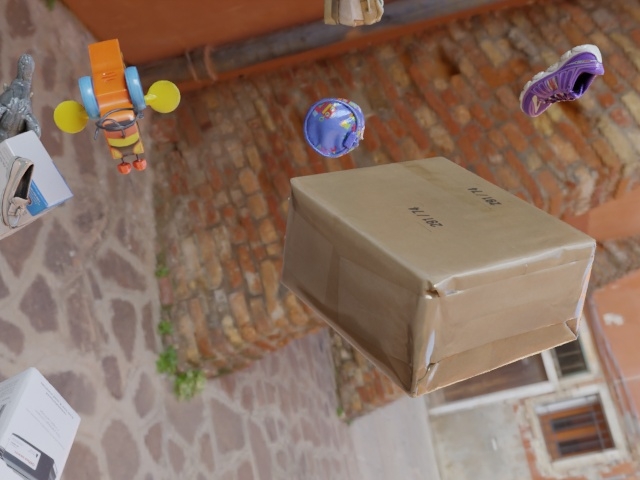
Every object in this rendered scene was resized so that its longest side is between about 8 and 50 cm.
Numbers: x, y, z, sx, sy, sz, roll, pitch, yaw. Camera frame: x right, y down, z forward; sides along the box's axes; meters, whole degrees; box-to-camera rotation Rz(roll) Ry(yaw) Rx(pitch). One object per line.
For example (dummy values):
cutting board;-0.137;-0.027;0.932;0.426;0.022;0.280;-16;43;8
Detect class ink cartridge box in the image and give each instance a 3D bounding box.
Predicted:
ink cartridge box;-0.639;0.458;1.446;0.166;0.286;0.395;57;14;-26
ink cartridge box;-0.605;-0.098;1.540;0.148;0.203;0.086;59;28;-9

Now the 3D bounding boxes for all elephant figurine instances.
elephant figurine;-0.720;-0.277;1.842;0.186;0.239;0.169;51;43;8

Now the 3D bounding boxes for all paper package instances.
paper package;0.149;0.029;1.079;0.325;0.310;0.168;37;-51;47

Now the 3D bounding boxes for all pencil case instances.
pencil case;0.035;-0.253;1.761;0.119;0.133;0.306;-62;-179;12

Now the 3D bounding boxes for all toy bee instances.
toy bee;-0.340;-0.197;1.304;0.298;0.195;0.162;-81;169;-49

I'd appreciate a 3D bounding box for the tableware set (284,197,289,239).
tableware set;0.000;0.000;1.514;0.194;0.039;0.128;42;56;-35

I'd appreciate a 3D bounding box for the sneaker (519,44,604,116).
sneaker;0.402;-0.256;1.336;0.170;0.068;0.071;-44;-128;51

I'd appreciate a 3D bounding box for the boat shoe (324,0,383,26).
boat shoe;0.066;-0.501;1.318;0.113;0.103;0.302;-82;176;-46

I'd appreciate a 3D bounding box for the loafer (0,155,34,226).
loafer;-0.524;-0.083;1.381;0.045;0.039;0.125;-13;115;-70
